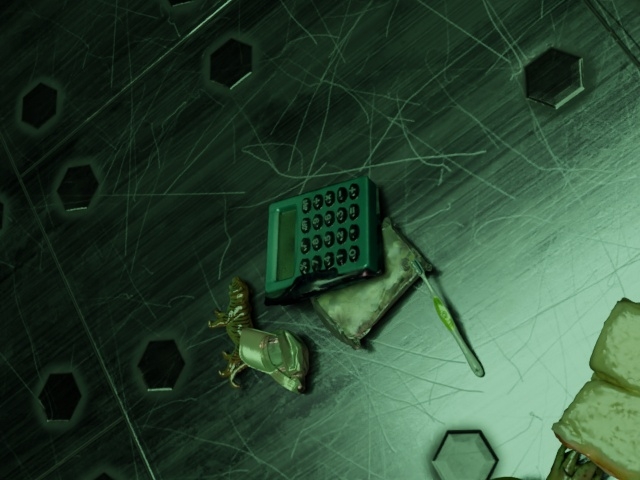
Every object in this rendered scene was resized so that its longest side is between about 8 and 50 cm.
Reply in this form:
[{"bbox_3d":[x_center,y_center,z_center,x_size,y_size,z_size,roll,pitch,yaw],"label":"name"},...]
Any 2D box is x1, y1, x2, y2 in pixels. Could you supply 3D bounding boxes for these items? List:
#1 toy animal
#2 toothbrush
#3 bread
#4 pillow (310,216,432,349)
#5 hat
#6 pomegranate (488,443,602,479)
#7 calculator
[{"bbox_3d":[-0.185,0.198,2.086,0.099,0.057,0.241,-19,70,20],"label":"toy animal"},{"bbox_3d":[0.248,0.151,1.888,0.022,0.026,0.263,-33,82,18],"label":"toothbrush"},{"bbox_3d":[0.593,0.302,1.525,0.390,0.371,0.279,34,89,24],"label":"bread"},{"bbox_3d":[0.104,0.093,1.975,0.255,0.059,0.169,-47,63,7],"label":"pillow"},{"bbox_3d":[-0.095,0.239,2.022,0.166,0.081,0.122,16,116,15],"label":"hat"},{"bbox_3d":[0.377,0.493,1.683,0.236,0.236,0.302,37,70,27],"label":"pomegranate"},{"bbox_3d":[0.000,0.000,2.002,0.274,0.058,0.248,-16,57,27],"label":"calculator"}]
